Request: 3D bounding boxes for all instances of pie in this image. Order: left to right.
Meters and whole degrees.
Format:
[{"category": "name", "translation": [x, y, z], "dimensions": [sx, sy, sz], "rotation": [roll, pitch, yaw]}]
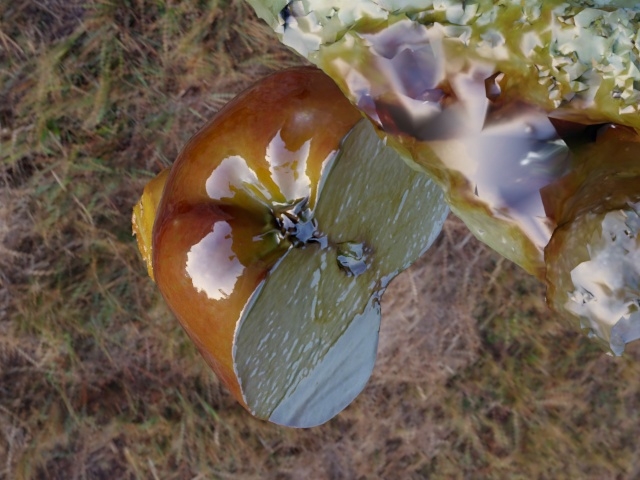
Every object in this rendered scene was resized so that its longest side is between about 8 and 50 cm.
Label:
[{"category": "pie", "translation": [0.144, -0.134, 0.610], "dimensions": [0.395, 0.418, 0.180], "rotation": [-6, 138, -51]}]

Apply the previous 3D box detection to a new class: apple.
[{"category": "apple", "translation": [0.000, 0.000, 0.886], "dimensions": [0.295, 0.328, 0.365], "rotation": [-17, 162, 17]}]

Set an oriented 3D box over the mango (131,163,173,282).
[{"category": "mango", "translation": [-0.159, 0.038, 1.392], "dimensions": [0.199, 0.350, 0.201], "rotation": [-40, 172, 20]}]
